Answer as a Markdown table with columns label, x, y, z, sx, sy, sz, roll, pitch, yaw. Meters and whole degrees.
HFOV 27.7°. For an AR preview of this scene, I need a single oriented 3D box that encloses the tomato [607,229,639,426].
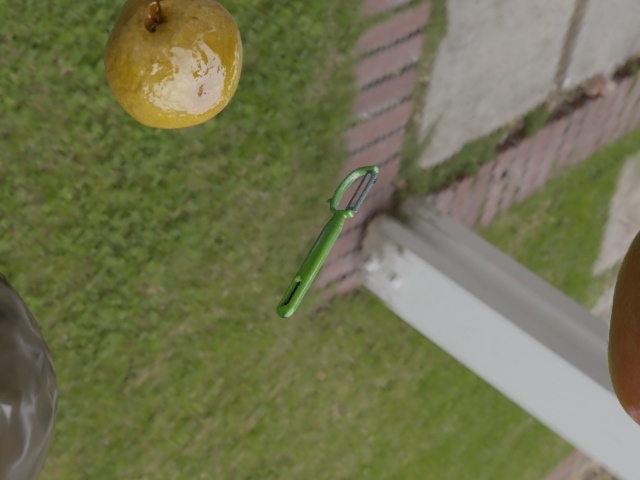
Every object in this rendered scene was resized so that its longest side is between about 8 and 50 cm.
| label | x | y | z | sx | sy | sz | roll | pitch | yaw |
| --- | --- | --- | --- | --- | --- | --- | --- | --- | --- |
| tomato | 0.482 | 0.109 | 1.430 | 0.341 | 0.341 | 0.273 | 76 | 31 | -55 |

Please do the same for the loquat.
| label | x | y | z | sx | sy | sz | roll | pitch | yaw |
| --- | --- | --- | --- | --- | --- | --- | --- | --- | --- |
| loquat | -0.212 | -0.266 | 1.885 | 0.208 | 0.208 | 0.208 | -37 | 148 | -28 |

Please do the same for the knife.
| label | x | y | z | sx | sy | sz | roll | pitch | yaw |
| --- | --- | --- | --- | --- | --- | --- | --- | --- | --- |
| knife | 0.000 | -0.001 | 1.425 | 0.015 | 0.054 | 0.212 | 50 | 57 | -34 |

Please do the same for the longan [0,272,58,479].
| label | x | y | z | sx | sy | sz | roll | pitch | yaw |
| --- | --- | --- | --- | --- | --- | --- | --- | --- | --- |
| longan | -0.442 | 0.156 | 1.021 | 0.436 | 0.404 | 0.404 | -41 | 157 | 20 |
